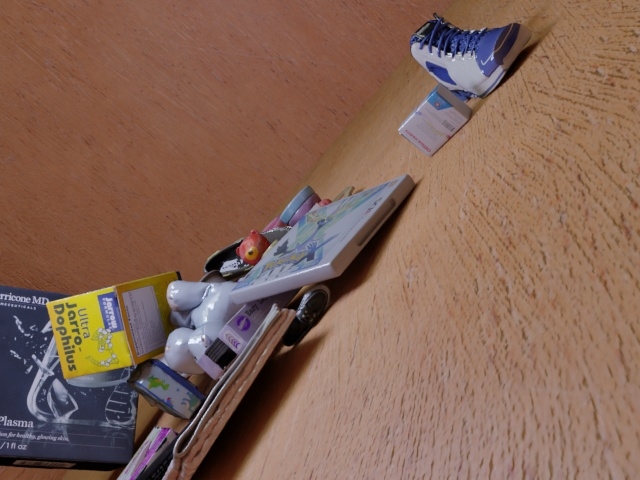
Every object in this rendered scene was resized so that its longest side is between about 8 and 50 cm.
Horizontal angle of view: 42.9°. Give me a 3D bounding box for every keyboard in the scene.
[{"bbox_3d":[-0.283,0.438,1.559,0.180,0.023,0.108,-45,-38,-41],"label":"keyboard"}]

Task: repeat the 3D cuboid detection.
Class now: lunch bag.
[{"bbox_3d":[-0.383,0.369,2.019,0.090,0.176,0.219,-54,11,-19],"label":"lunch bag"}]

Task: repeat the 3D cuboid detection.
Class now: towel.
[{"bbox_3d":[-0.173,0.291,1.467,0.332,0.053,0.317,-55,-2,-29],"label":"towel"}]

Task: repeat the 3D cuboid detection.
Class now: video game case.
[{"bbox_3d":[0.000,0.000,1.627,0.329,0.036,0.300,-20,22,48],"label":"video game case"}]

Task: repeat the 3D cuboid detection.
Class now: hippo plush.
[{"bbox_3d":[-0.251,0.234,1.982,0.294,0.234,0.237,-10,46,15],"label":"hippo plush"}]

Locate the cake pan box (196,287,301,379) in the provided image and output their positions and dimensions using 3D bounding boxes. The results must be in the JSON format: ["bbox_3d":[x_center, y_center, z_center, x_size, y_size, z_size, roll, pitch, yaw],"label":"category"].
[{"bbox_3d":[-0.142,0.169,1.771,0.267,0.070,0.246,-46,-4,-35],"label":"cake pan box"}]

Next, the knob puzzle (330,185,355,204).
[{"bbox_3d":[0.034,-0.067,2.147,0.213,0.030,0.213,-51,8,10],"label":"knob puzzle"}]

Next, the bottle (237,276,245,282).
[{"bbox_3d":[-0.252,0.208,2.286,0.118,0.092,0.283,-47,9,36],"label":"bottle"}]

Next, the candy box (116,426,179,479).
[{"bbox_3d":[-0.359,0.484,1.749,0.159,0.071,0.233,-55,9,-21],"label":"candy box"}]

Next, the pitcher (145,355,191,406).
[{"bbox_3d":[-0.454,0.410,2.473,0.207,0.125,0.177,-42,21,-16],"label":"pitcher"}]

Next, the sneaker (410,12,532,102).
[{"bbox_3d":[0.279,-0.384,1.669,0.127,0.182,0.315,-54,8,-9],"label":"sneaker"}]

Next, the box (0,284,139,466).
[{"bbox_3d":[-0.790,0.414,2.386,0.297,0.479,0.472,143,132,-58],"label":"box"}]

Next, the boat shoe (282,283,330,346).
[{"bbox_3d":[-0.027,0.144,1.529,0.142,0.049,0.040,-55,12,23],"label":"boat shoe"}]

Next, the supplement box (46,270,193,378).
[{"bbox_3d":[-0.493,0.206,2.065,0.195,0.194,0.356,-14,0,16],"label":"supplement box"}]

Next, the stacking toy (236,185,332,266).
[{"bbox_3d":[-0.114,-0.035,2.279,0.309,0.130,0.279,-49,-3,-1],"label":"stacking toy"}]

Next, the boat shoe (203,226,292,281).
[{"bbox_3d":[-0.211,0.041,2.462,0.305,0.109,0.091,-26,-19,9],"label":"boat shoe"}]

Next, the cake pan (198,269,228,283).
[{"bbox_3d":[-0.332,0.230,2.361,0.293,0.054,0.293,21,-90,-77],"label":"cake pan"}]

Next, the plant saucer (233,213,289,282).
[{"bbox_3d":[-0.202,0.064,2.677,0.332,0.084,0.332,-49,8,10],"label":"plant saucer"}]

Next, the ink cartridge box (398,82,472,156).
[{"bbox_3d":[0.230,-0.241,1.638,0.122,0.088,0.052,-45,11,38],"label":"ink cartridge box"}]

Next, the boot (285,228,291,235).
[{"bbox_3d":[-0.057,0.004,2.065,0.099,0.045,0.121,-26,29,36],"label":"boot"}]
